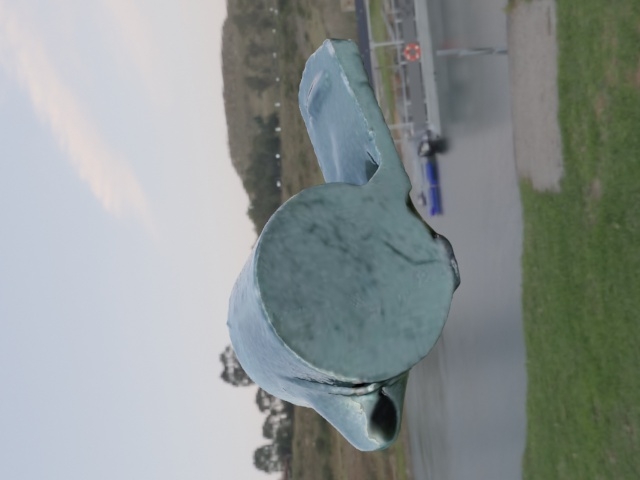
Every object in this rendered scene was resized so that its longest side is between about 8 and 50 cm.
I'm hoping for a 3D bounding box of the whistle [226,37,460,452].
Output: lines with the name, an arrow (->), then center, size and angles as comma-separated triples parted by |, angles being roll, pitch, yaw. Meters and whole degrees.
whistle -> 0.030, -0.006, 0.721 | 0.168, 0.188, 0.405 | 128, 159, -65
